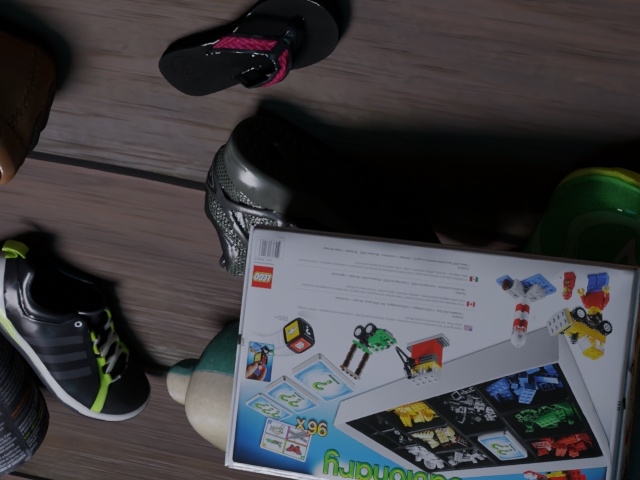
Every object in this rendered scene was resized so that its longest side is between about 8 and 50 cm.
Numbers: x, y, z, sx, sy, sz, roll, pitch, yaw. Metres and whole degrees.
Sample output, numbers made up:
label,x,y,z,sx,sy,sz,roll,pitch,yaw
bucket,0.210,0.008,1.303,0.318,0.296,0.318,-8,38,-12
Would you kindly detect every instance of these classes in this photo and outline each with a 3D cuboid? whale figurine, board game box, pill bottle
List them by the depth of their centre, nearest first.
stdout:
label,x,y,z,sx,sy,sz,roll,pitch,yaw
board game box,0.084,0.097,1.233,0.305,0.193,0.053,7,-179,20
whale figurine,-0.035,0.146,1.540,0.216,0.141,0.272,22,166,-2
pill bottle,-0.368,0.121,1.631,0.130,0.130,0.245,5,139,19

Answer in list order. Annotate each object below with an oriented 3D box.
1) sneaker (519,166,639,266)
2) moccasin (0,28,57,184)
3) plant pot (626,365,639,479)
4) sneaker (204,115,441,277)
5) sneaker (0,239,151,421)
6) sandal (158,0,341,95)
label,x,y,z,sx,sy,sz,roll,pitch,yaw
sneaker,0.186,0.047,1.303,0.109,0.123,0.295,29,140,-11
moccasin,-0.407,-0.148,1.312,0.380,0.147,0.139,27,141,-8
plant pot,0.283,0.164,1.317,0.290,0.290,0.195,-38,81,47
sneaker,0.000,0.000,1.363,0.227,0.087,0.130,32,142,-10
sneaker,-0.234,0.090,1.571,0.097,0.084,0.234,-20,127,38
sandal,-0.055,-0.140,1.253,0.179,0.040,0.067,-18,128,38
